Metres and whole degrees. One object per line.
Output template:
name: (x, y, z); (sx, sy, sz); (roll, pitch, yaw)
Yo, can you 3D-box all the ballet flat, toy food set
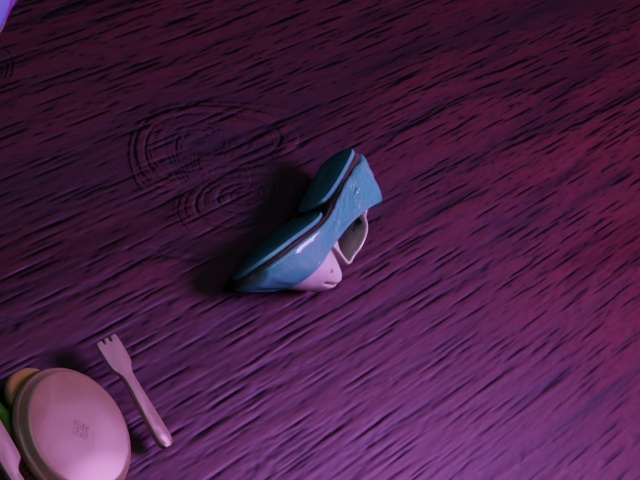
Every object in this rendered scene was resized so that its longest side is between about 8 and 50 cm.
ballet flat: (0.000, 0.000, 1.774); (0.087, 0.083, 0.247); (54, 41, -15)
toy food set: (-0.218, 0.165, 1.496); (0.192, 0.038, 0.132); (-25, 85, -53)

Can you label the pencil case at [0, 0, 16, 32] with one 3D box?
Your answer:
pencil case: (-0.350, -0.182, 1.597); (0.104, 0.104, 0.236); (33, 42, -17)
